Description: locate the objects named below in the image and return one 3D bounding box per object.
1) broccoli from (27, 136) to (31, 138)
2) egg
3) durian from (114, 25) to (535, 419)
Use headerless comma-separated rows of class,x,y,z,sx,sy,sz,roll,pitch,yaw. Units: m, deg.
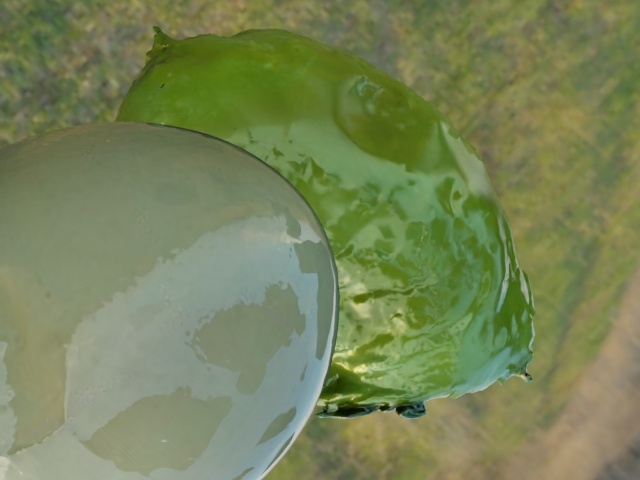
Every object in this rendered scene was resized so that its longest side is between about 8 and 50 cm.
broccoli,-0.075,0.019,1.363,0.275,0.353,0.397,-47,157,6
egg,-0.119,0.053,0.738,0.269,0.219,0.219,-31,165,4
durian,0.000,0.000,0.978,0.256,0.204,0.340,-24,116,-15
